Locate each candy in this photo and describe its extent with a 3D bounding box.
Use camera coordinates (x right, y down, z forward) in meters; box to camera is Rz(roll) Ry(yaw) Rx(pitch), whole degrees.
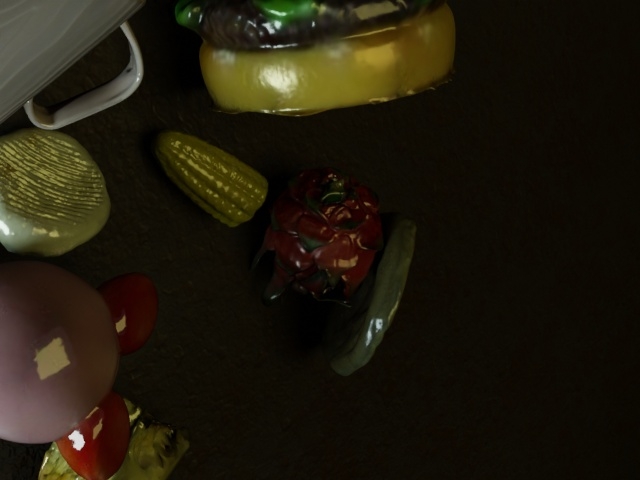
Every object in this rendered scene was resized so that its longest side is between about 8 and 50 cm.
[{"bbox_3d":[-0.172,-0.100,1.627,0.199,0.106,0.094,34,94,-39],"label":"candy"}]

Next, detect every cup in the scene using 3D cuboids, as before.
[{"bbox_3d":[-0.338,-0.242,1.231,0.273,0.208,0.288,-36,107,6],"label":"cup"}]

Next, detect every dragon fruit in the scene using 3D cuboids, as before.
[{"bbox_3d":[0.000,0.000,1.762,0.193,0.192,0.274,-57,172,-50],"label":"dragon fruit"}]

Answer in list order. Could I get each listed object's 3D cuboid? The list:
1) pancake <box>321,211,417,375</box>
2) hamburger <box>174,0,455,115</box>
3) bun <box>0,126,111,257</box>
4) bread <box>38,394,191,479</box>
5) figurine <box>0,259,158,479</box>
[{"bbox_3d":[0.075,0.084,1.836,0.049,0.294,0.294,22,82,-16],"label":"pancake"},{"bbox_3d":[0.010,-0.352,1.551,0.395,0.395,0.277,-28,119,-40],"label":"hamburger"},{"bbox_3d":[-0.365,-0.055,1.419,0.183,0.102,0.183,21,52,-30],"label":"bun"},{"bbox_3d":[-0.302,0.315,1.541,0.262,0.162,0.204,68,44,-67],"label":"bread"},{"bbox_3d":[-0.337,0.132,1.330,0.261,0.211,0.270,14,73,-7],"label":"figurine"}]
